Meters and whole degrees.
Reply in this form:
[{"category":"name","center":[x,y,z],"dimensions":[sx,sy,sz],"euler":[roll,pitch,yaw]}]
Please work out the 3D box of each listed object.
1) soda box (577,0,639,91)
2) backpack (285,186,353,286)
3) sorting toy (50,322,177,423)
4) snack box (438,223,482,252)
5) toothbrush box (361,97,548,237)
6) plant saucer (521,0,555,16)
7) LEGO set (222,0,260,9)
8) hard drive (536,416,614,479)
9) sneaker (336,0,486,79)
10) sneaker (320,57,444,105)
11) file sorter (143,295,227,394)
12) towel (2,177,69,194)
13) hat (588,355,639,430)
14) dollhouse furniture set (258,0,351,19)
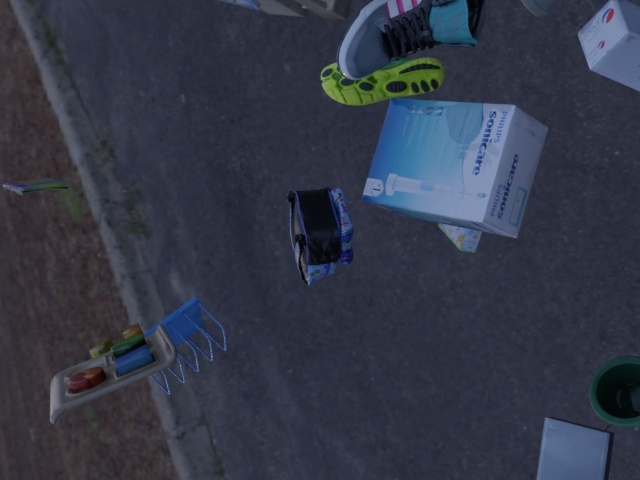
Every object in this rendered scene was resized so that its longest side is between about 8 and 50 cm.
[{"category":"soda box","center":[0.438,-0.228,1.000],"dimensions":[0.069,0.216,0.073],"euler":[-50,32,46]},{"category":"backpack","center":[0.000,0.000,1.560],"dimensions":[0.173,0.117,0.158],"euler":[88,172,-45]},{"category":"sorting toy","center":[-0.383,0.213,1.416],"dimensions":[0.041,0.229,0.307],"euler":[67,165,-14]},{"category":"snack box","center":[0.288,-0.048,1.587],"dimensions":[0.141,0.037,0.100],"euler":[-116,37,-67]},{"category":"toothbrush box","center":[0.247,-0.142,1.483],"dimensions":[0.296,0.126,0.216],"euler":[13,86,47]},{"category":"plant saucer","center":[0.526,-0.753,1.914],"dimensions":[0.101,0.401,0.400],"euler":[-13,88,33]},{"category":"LEGO set","center":[-0.237,-0.413,1.244],"dimensions":[0.245,0.182,0.060],"euler":[18,90,14]},{"category":"hard drive","center":[0.337,0.313,1.051],"dimensions":[0.094,0.022,0.135],"euler":[5,85,47]},{"category":"sneaker","center":[0.181,-0.367,1.363],"dimensions":[0.178,0.295,0.123],"euler":[30,158,47]},{"category":"sneaker","center":[0.149,-0.381,1.895],"dimensions":[0.123,0.296,0.109],"euler":[-47,-44,-80]},{"category":"file sorter","center":[-0.297,0.230,1.694],"dimensions":[0.104,0.170,0.118],"euler":[40,151,23]},{"category":"towel","center":[-0.346,-0.066,0.958],"dimensions":[0.083,0.060,0.009],"euler":[14,110,52]},{"category":"hat","center":[0.753,0.387,1.879],"dimensions":[0.209,0.184,0.172],"euler":[1,63,45]},{"category":"dollhouse furniture set","center":[-0.061,-0.639,1.539],"dimensions":[0.303,0.174,0.355],"euler":[18,95,36]}]
